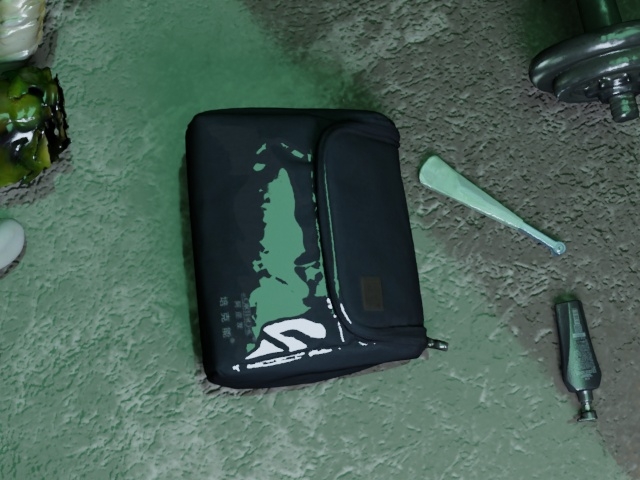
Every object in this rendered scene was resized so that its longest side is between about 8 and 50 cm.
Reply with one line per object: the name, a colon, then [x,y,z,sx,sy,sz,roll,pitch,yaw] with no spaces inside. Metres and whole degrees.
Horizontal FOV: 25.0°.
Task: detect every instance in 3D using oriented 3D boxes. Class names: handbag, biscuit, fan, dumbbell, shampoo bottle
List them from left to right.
biscuit: [-0.347,-0.322,1.579,0.084,0.179,0.281,-6,87,-32]
handbag: [-0.001,-0.001,1.555,0.275,0.178,0.302,-4,80,-8]
fan: [0.199,-0.035,1.673,0.193,0.016,0.038,32,80,0]
shampoo bottle: [0.295,0.137,1.647,0.048,0.027,0.137,-7,81,-18]
dumbbell: [0.316,-0.275,1.646,0.192,0.192,0.290,-10,81,-10]

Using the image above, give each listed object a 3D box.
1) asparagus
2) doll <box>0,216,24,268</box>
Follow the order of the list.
asparagus: [-0.456,-0.088,1.541,0.382,0.128,0.108,-15,46,-9]
doll: [-0.421,0.090,1.501,0.311,0.242,0.159,-27,123,-28]
